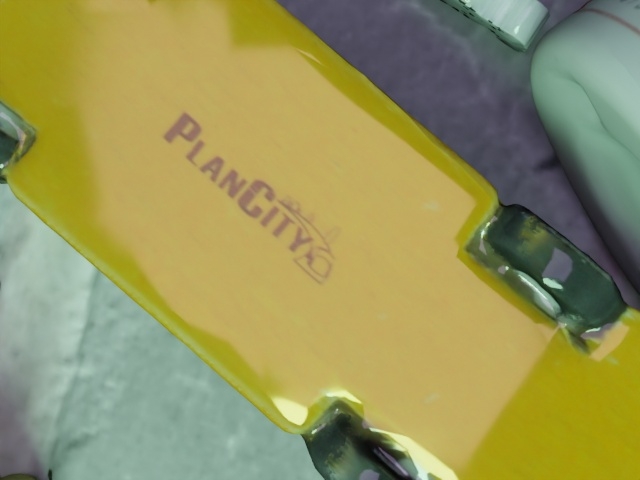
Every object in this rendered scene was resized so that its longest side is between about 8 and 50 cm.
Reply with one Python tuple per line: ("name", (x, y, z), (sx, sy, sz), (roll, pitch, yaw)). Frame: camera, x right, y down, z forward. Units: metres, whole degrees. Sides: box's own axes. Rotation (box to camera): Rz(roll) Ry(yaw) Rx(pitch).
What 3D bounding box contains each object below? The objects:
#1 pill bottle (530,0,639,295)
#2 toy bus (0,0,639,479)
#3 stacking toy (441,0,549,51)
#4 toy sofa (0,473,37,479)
("pill bottle", (0.229, -0.076, 0.392), (0.283, 0.161, 0.161), (-33, 88, 0))
("toy bus", (0.000, 0.000, 0.423), (0.332, 0.130, 0.108), (41, 93, 3))
("stacking toy", (0.100, -0.153, 0.377), (0.052, 0.221, 0.167), (34, 95, 2))
("toy sofa", (-0.260, 0.215, 0.426), (0.362, 0.150, 0.177), (-44, 87, 2))
